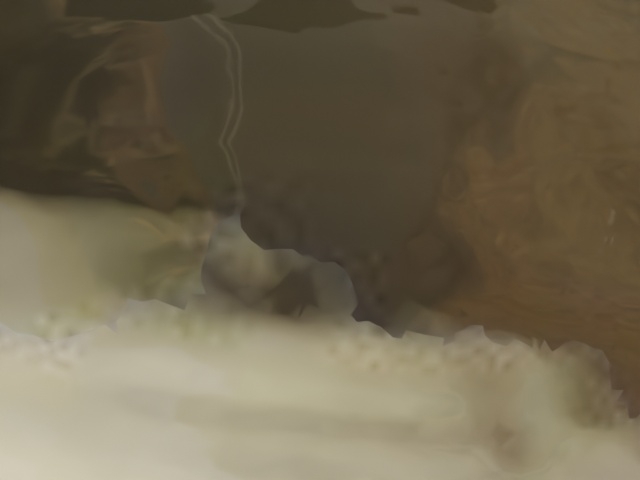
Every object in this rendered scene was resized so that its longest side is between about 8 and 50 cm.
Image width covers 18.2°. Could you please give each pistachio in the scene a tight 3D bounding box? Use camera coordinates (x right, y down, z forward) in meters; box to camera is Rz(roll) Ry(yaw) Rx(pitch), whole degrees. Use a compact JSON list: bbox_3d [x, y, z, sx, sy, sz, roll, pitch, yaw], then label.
[{"bbox_3d":[0.000,0.000,0.482,0.208,0.332,0.226,-105,30,-67],"label":"pistachio"}]
